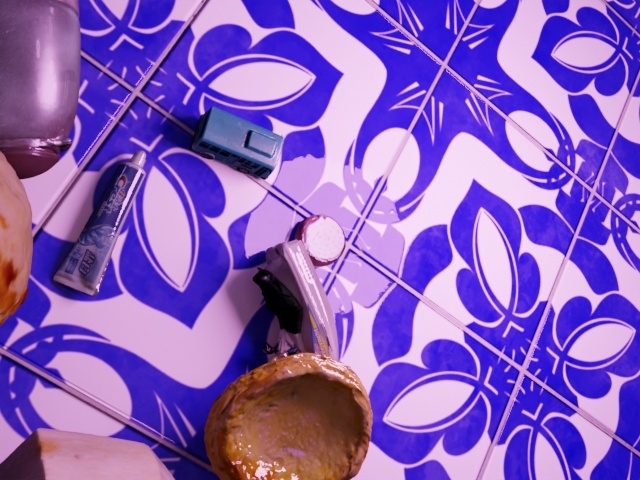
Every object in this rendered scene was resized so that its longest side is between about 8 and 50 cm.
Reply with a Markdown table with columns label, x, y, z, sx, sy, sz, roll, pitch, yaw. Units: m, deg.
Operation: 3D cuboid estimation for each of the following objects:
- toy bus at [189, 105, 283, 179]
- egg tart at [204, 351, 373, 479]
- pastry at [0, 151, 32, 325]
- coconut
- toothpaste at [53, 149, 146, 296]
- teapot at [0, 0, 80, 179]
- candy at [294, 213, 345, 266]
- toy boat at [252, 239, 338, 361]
| label | x | y | z | sx | sy | sz | roll | pitch | yaw |
| --- | --- | --- | --- | --- | --- | --- | --- | --- | --- |
| toy bus | -0.148 | -0.178 | 1.344 | 0.160 | 0.092 | 0.079 | 22 | 73 | -22 |
| egg tart | -0.055 | 0.319 | 1.257 | 0.294 | 0.123 | 0.293 | -2 | 101 | -11 |
| pastry | -0.567 | 0.019 | 0.941 | 0.389 | 0.312 | 0.388 | -13 | 127 | -19 |
| coconut | -0.356 | 0.421 | 1.027 | 0.323 | 0.323 | 0.322 | 5 | 79 | -26 |
| toothpaste | -0.363 | -0.037 | 1.242 | 0.069 | 0.047 | 0.268 | 32 | 72 | -32 |
| teapot | -0.526 | -0.245 | 1.118 | 0.315 | 0.233 | 0.311 | -5 | 89 | 2 |
| candy | 0.000 | 0.000 | 1.412 | 0.103 | 0.043 | 0.103 | 5 | 79 | -25 |
| toy boat | -0.047 | 0.135 | 1.317 | 0.141 | 0.141 | 0.269 | -8 | 87 | -27 |
